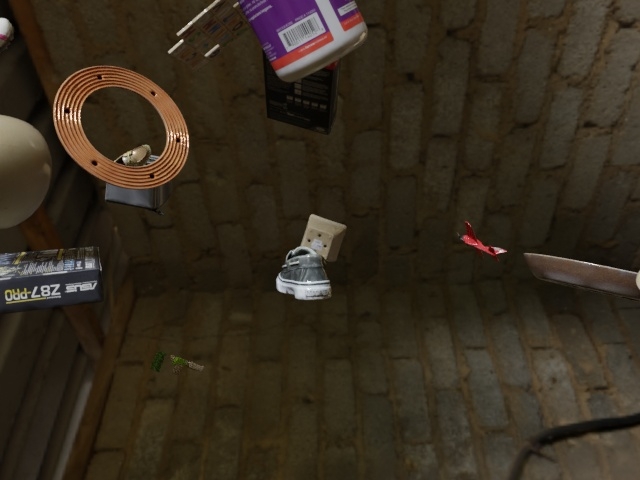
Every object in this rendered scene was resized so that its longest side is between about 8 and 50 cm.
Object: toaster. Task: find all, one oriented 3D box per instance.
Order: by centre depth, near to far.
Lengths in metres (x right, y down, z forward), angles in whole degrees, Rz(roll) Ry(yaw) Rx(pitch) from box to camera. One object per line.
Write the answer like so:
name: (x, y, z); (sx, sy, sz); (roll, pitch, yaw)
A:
toaster: (-0.528, -0.173, 1.804); (0.168, 0.186, 0.110); (-76, -4, -58)

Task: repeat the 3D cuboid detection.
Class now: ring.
ring: (-0.485, -0.277, 1.496); (0.032, 0.337, 0.336); (-28, 56, 47)

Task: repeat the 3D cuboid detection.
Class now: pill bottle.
pill bottle: (-0.062, -0.451, 1.037); (0.322, 0.182, 0.181); (61, -171, -17)

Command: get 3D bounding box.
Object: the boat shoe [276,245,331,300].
boat shoe: (-0.033, 0.073, 1.472); (0.335, 0.121, 0.119); (180, 91, -75)

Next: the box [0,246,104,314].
box: (-0.726, 0.094, 1.547); (0.395, 0.319, 0.097); (-160, 68, -67)

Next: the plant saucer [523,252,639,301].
plant saucer: (0.561, 0.081, 1.209); (0.310, 0.311, 0.050); (14, -90, -89)

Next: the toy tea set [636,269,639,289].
toy tea set: (0.619, 0.090, 0.855); (0.124, 0.336, 0.200); (40, -115, -37)

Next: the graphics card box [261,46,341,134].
graphics card box: (-0.059, -0.502, 1.921); (0.371, 0.233, 0.094); (93, -165, -63)

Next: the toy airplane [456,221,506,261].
toy airplane: (0.432, 0.014, 1.635); (0.028, 0.151, 0.151); (-49, -15, -15)

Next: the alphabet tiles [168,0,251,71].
alphabet tiles: (-0.218, -0.440, 1.270); (0.009, 0.198, 0.237); (53, -173, -2)

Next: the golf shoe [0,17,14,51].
golf shoe: (-0.623, -0.349, 1.066); (0.186, 0.068, 0.086); (-59, -35, -34)

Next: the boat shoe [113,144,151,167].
boat shoe: (-0.515, -0.213, 1.631); (0.050, 0.135, 0.045); (60, -161, 9)

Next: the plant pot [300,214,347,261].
plant pot: (0.000, 0.000, 1.656); (0.096, 0.109, 0.109); (-42, -30, -77)

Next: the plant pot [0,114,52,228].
plant pot: (-0.815, -0.177, 1.416); (0.191, 0.284, 0.283); (26, -119, -76)

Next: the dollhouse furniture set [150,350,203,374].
dollhouse furniture set: (-0.437, 0.387, 1.846); (0.152, 0.076, 0.058); (31, -106, -41)
